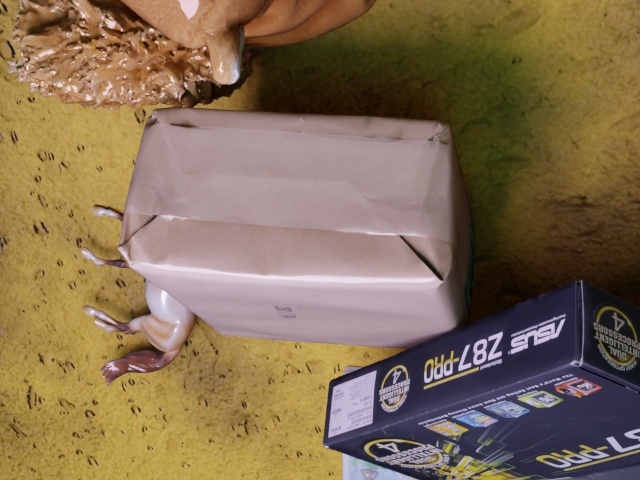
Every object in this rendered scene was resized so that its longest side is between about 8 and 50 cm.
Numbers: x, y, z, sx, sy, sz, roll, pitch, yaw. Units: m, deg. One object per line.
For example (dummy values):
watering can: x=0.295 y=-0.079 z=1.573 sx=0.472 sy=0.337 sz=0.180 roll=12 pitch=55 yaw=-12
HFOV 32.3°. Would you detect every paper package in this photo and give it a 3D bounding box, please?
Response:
paper package: x=0.000 y=0.000 z=1.141 sx=0.309 sy=0.325 sz=0.168 roll=4 pitch=74 yaw=12

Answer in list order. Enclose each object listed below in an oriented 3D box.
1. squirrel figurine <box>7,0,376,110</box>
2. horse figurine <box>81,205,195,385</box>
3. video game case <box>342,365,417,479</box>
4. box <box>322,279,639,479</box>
squirrel figurine: x=-0.105 y=-0.237 z=1.023 sx=0.281 sy=0.370 sz=0.397 roll=41 pitch=119 yaw=-10
horse figurine: x=-0.216 y=0.069 z=1.393 sx=0.174 sy=0.066 sz=0.263 roll=14 pitch=118 yaw=13
video game case: x=0.129 y=0.298 z=1.451 sx=0.204 sy=0.025 sz=0.285 roll=5 pitch=119 yaw=11
box: x=0.241 y=0.186 z=1.179 sx=0.318 sy=0.097 sz=0.395 roll=23 pitch=148 yaw=-29
